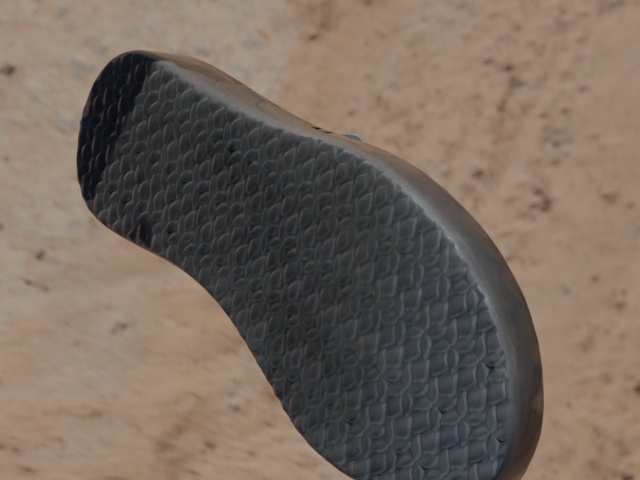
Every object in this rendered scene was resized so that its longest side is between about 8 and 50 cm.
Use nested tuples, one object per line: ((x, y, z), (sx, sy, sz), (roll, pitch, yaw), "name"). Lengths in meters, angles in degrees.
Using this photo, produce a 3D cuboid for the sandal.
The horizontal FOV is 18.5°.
((0.000, -0.001, 0.693), (0.254, 0.054, 0.097), (42, 118, 43), "sandal")
